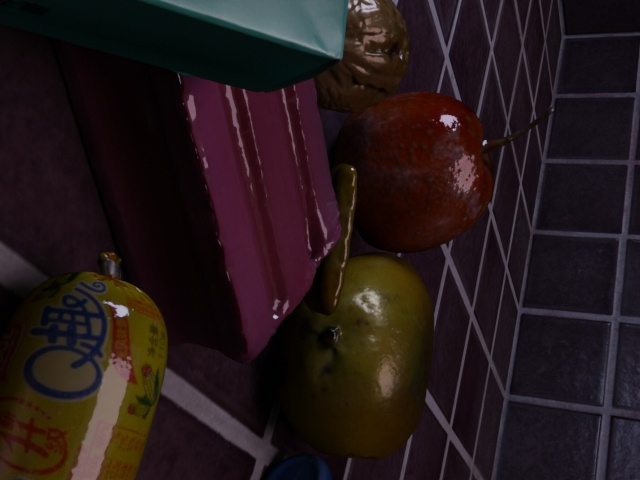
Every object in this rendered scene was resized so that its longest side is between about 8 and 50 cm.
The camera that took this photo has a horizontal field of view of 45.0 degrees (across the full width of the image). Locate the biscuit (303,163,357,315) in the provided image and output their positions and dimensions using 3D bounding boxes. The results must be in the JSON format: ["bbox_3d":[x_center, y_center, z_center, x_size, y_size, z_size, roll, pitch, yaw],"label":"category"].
[{"bbox_3d":[0.000,0.000,0.940,0.183,0.039,0.174,174,-75,-76],"label":"biscuit"}]

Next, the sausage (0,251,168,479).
[{"bbox_3d":[-0.194,0.170,0.536,0.123,0.123,0.347,47,52,-58],"label":"sausage"}]

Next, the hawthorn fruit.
[{"bbox_3d":[0.132,-0.099,1.086,0.231,0.263,0.235,28,66,-16],"label":"hawthorn fruit"}]

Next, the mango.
[{"bbox_3d":[0.071,0.143,1.046,0.365,0.182,0.253,-31,120,-60],"label":"mango"}]

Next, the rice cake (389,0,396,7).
[{"bbox_3d":[0.059,-0.358,1.114,0.211,0.043,0.034,9,80,-66],"label":"rice cake"}]

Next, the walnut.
[{"bbox_3d":[0.032,-0.235,0.953,0.184,0.155,0.155,-26,117,-68],"label":"walnut"}]

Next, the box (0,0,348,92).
[{"bbox_3d":[-0.129,-0.225,0.456,0.311,0.118,0.205,10,82,-32],"label":"box"}]

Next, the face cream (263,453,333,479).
[{"bbox_3d":[-0.015,0.411,1.018,0.149,0.083,0.264,-50,138,-46],"label":"face cream"}]

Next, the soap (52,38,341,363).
[{"bbox_3d":[-0.093,-0.101,0.715,0.233,0.128,0.359,-50,137,-51],"label":"soap"}]
